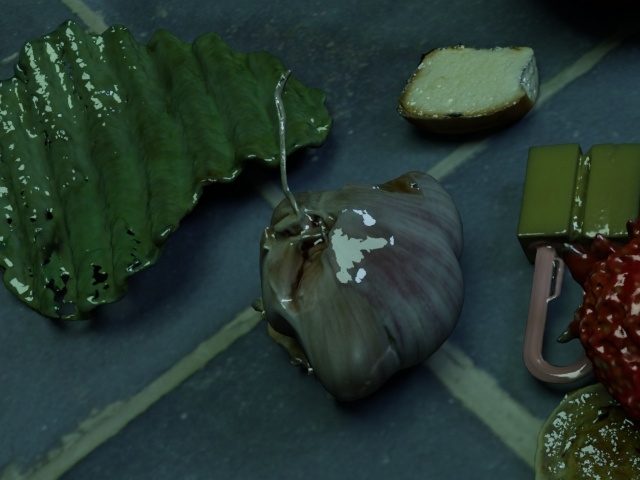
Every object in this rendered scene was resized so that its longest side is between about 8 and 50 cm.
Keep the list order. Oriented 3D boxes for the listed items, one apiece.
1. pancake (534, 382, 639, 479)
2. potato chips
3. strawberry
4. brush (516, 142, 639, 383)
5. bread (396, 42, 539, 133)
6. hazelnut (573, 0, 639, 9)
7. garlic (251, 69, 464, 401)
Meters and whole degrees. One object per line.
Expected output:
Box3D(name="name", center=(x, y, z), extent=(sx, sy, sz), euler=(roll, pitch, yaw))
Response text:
Box3D(name="pancake", center=(0.225, 0.164, 0.892), extent=(0.151, 0.025, 0.152), euler=(-13, 49, 15))
Box3D(name="potato chips", center=(-0.204, -0.100, 1.269), extent=(0.373, 0.097, 0.389), euler=(-42, 48, -15))
Box3D(name="strawberry", center=(0.277, 0.077, 0.868), extent=(0.174, 0.098, 0.228), euler=(-11, 48, -9))
Box3D(name="brush", center=(0.212, 0.021, 1.010), extent=(0.103, 0.047, 0.233), euler=(-1, 53, 24))
Box3D(name="bread", center=(0.147, -0.145, 1.187), extent=(0.129, 0.044, 0.126), euler=(0, 44, 28))
Box3D(name="hazelnut", center=(0.340, -0.398, 1.132), extent=(0.409, 0.359, 0.359), euler=(-27, 45, 13))
Box3D(name="garlic", center=(0.000, 0.000, 1.024), extent=(0.207, 0.257, 0.207), euler=(-35, 3, 2))
